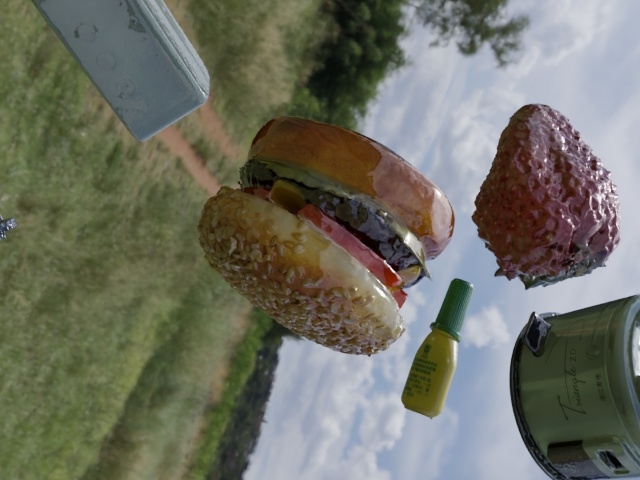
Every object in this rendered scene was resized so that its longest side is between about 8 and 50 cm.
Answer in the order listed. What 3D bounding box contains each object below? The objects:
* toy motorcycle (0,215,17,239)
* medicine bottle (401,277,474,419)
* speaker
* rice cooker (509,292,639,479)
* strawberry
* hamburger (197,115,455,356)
[{"bbox_3d":[-0.626,0.012,1.388,0.122,0.213,0.082,14,-53,50],"label":"toy motorcycle"},{"bbox_3d":[0.262,0.231,1.776,0.111,0.076,0.309,11,-102,50],"label":"medicine bottle"},{"bbox_3d":[-0.403,-0.423,1.691,0.184,0.406,0.183,-24,-145,12],"label":"speaker"},{"bbox_3d":[0.374,0.197,1.060,0.227,0.280,0.241,-25,-154,49],"label":"rice cooker"},{"bbox_3d":[0.419,-0.092,1.533,0.312,0.267,0.351,28,61,-63],"label":"strawberry"},{"bbox_3d":[0.000,0.000,1.137,0.250,0.330,0.330,-63,-176,-15],"label":"hamburger"}]
